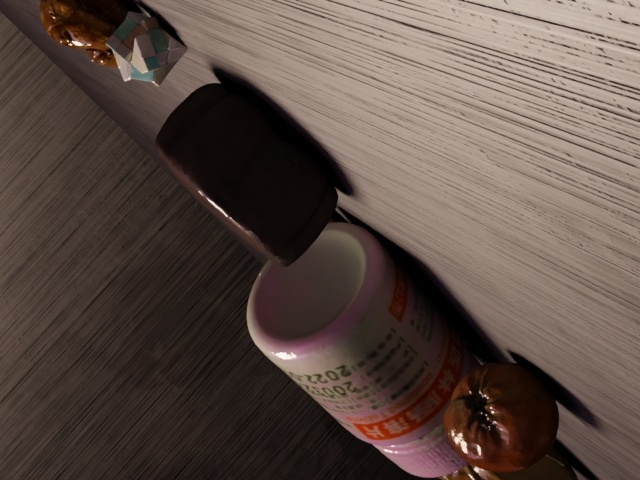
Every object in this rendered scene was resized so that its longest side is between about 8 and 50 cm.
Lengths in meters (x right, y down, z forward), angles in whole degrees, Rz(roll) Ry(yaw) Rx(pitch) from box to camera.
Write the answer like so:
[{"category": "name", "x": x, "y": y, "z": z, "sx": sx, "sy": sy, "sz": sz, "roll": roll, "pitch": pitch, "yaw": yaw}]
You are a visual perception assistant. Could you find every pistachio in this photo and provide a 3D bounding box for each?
[{"category": "pistachio", "x": 0.322, "y": 0.376, "z": 2.172, "sx": 0.260, "sy": 0.163, "sz": 0.213, "roll": 30, "pitch": -161, "yaw": -20}]

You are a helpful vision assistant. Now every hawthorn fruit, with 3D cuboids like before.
[{"category": "hawthorn fruit", "x": 0.238, "y": 0.236, "z": 1.690, "sx": 0.149, "sy": 0.149, "sz": 0.189, "roll": 39, "pitch": 171, "yaw": 27}]

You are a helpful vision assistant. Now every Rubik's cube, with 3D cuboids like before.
[{"category": "Rubik's cube", "x": -0.217, "y": -0.234, "z": 1.580, "sx": 0.075, "sy": 0.084, "sz": 0.073, "roll": 21, "pitch": 170, "yaw": 25}]

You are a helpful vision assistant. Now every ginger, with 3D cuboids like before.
[{"category": "ginger", "x": -0.281, "y": -0.276, "z": 1.630, "sx": 0.162, "sy": 0.103, "sz": 0.073, "roll": 37, "pitch": 142, "yaw": -29}]

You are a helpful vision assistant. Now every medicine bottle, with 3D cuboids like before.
[{"category": "medicine bottle", "x": 0.084, "y": 0.164, "z": 1.812, "sx": 0.219, "sy": 0.219, "sz": 0.388, "roll": 35, "pitch": 170, "yaw": 49}]

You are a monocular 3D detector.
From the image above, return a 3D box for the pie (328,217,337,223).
[{"category": "pie", "x": 0.000, "y": 0.000, "z": 1.888, "sx": 0.163, "sy": 0.079, "sz": 0.193, "roll": 29, "pitch": 165, "yaw": 45}]

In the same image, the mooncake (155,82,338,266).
[{"category": "mooncake", "x": -0.090, "y": -0.080, "z": 1.589, "sx": 0.245, "sy": 0.133, "sz": 0.245, "roll": 41, "pitch": 174, "yaw": 5}]

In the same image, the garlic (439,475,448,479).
[{"category": "garlic", "x": 0.316, "y": 0.425, "z": 2.561, "sx": 0.245, "sy": 0.160, "sz": 0.245, "roll": 47, "pitch": -166, "yaw": -16}]
